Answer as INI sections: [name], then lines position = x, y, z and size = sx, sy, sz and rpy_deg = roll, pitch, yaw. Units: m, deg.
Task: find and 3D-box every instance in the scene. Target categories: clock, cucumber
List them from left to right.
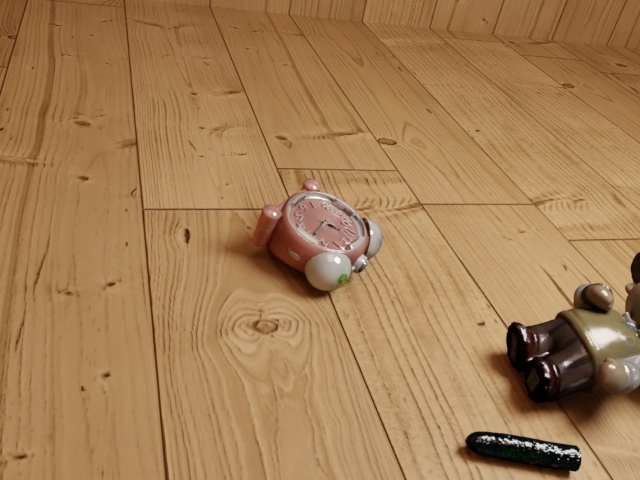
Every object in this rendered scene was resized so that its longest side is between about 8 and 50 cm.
[clock]
position = 0.000, 0.000, 0.958
size = 0.162, 0.092, 0.166
rpy_deg = 35, 40, 15
[cucumber]
position = 0.230, 0.241, 0.729
size = 0.133, 0.032, 0.032
rpy_deg = 9, 35, -2

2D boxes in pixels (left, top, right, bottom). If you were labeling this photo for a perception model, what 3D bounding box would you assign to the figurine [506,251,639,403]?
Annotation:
[figurine]
position = 0.441, 0.105, 0.834
size = 0.365, 0.206, 0.218
rpy_deg = 1, 22, -13
